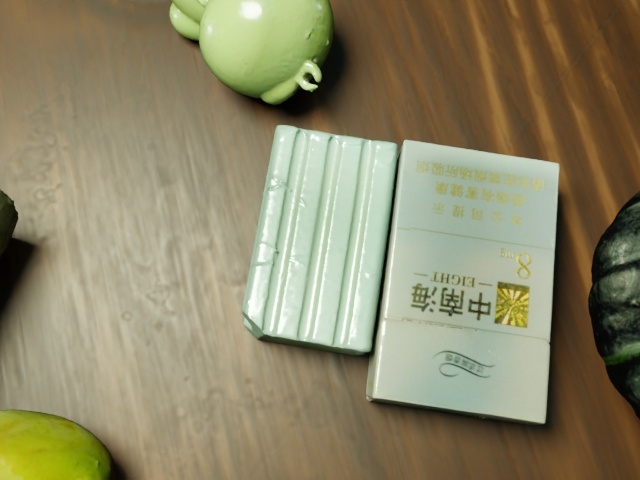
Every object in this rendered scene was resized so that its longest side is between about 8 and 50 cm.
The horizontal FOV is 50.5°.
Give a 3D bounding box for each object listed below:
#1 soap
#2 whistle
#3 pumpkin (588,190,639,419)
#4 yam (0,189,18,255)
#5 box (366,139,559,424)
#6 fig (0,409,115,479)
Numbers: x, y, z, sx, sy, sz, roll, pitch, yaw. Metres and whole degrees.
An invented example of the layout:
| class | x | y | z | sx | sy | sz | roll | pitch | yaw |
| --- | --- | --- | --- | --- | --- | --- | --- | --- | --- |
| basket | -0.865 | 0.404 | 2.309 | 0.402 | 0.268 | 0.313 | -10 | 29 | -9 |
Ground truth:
| class | x | y | z | sx | sy | sz | roll | pitch | yaw |
| --- | --- | --- | --- | --- | --- | --- | --- | --- | --- |
| soap | 0.000 | 0.000 | 0.634 | 0.119 | 0.066 | 0.198 | 9 | 75 | 1 |
| whistle | -0.083 | -0.250 | 0.681 | 0.141 | 0.141 | 0.294 | -27 | 61 | -10 |
| pumpkin | 0.378 | 0.044 | 0.540 | 0.295 | 0.296 | 0.296 | 1 | 76 | -3 |
| yam | -0.374 | 0.062 | 0.550 | 0.161 | 0.161 | 0.268 | 19 | 76 | 2 |
| box | 0.133 | 0.038 | 0.632 | 0.155 | 0.067 | 0.243 | 7 | 75 | 0 |
| fig | -0.238 | 0.204 | 0.546 | 0.153 | 0.121 | 0.136 | 43 | 82 | -18 |
